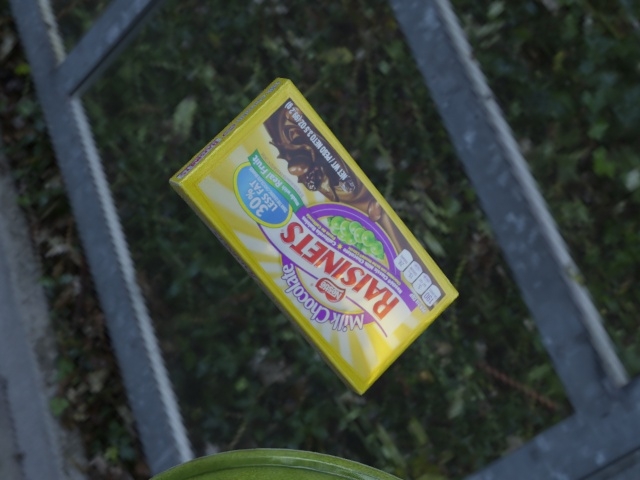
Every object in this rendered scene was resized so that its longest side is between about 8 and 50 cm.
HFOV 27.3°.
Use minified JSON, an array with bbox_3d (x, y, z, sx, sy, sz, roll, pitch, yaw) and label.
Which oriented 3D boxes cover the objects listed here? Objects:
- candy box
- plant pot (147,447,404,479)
[{"bbox_3d":[0.000,0.000,0.903,0.206,0.105,0.027,50,-10,-22],"label":"candy box"},{"bbox_3d":[-0.052,0.373,0.795,0.366,0.366,0.353,47,26,-6],"label":"plant pot"}]
